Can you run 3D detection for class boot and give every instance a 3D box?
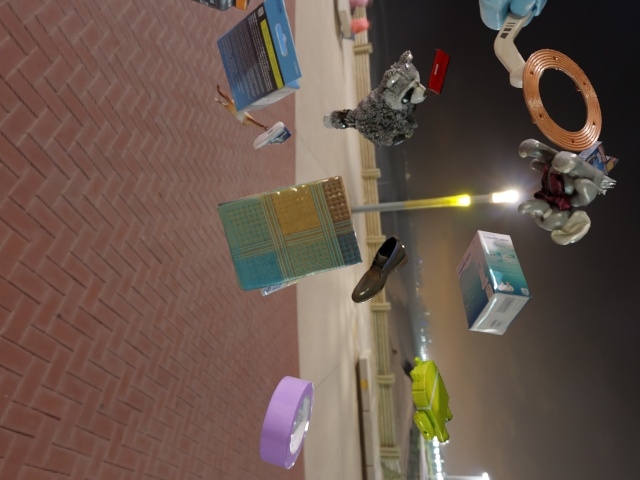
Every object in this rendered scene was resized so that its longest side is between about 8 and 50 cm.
[{"bbox_3d":[0.159,0.079,1.196,0.219,0.082,0.106,-44,141,-13],"label":"boot"},{"bbox_3d":[-0.232,-0.486,2.010,0.086,0.190,0.069,38,31,-44],"label":"boot"}]

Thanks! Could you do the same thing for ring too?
[{"bbox_3d":[0.742,-0.430,1.283,0.032,0.337,0.336,151,-60,-63],"label":"ring"}]

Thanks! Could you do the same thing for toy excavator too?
[{"bbox_3d":[0.722,-0.853,1.569,0.445,0.433,0.222,-59,157,11],"label":"toy excavator"}]

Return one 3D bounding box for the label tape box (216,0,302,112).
[{"bbox_3d":[-0.170,-0.586,1.331,0.115,0.348,0.249,-23,101,-44],"label":"label tape box"}]

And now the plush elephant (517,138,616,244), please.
[{"bbox_3d":[0.777,-0.147,1.377,0.255,0.330,0.272,-63,-159,20],"label":"plush elephant"}]

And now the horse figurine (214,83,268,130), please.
[{"bbox_3d":[-0.376,-0.590,1.894,0.066,0.174,0.263,-53,138,-4],"label":"horse figurine"}]

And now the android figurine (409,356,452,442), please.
[{"bbox_3d":[0.353,0.503,1.333,0.272,0.056,0.248,62,33,-18],"label":"android figurine"}]

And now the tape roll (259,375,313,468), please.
[{"bbox_3d":[-0.107,0.605,1.396,0.275,0.090,0.274,10,90,-76],"label":"tape roll"}]

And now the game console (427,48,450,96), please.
[{"bbox_3d":[0.434,-0.639,1.593,0.124,0.085,0.144,5,102,-42],"label":"game console"}]

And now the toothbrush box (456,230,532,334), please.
[{"bbox_3d":[0.595,0.145,1.462,0.295,0.126,0.216,-84,-176,-48],"label":"toothbrush box"}]

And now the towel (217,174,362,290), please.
[{"bbox_3d":[-0.088,-0.019,1.207,0.040,0.370,0.271,-56,132,-86],"label":"towel"}]

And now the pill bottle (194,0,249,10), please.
[{"bbox_3d":[-0.300,-0.685,1.076,0.130,0.246,0.130,-164,-90,-80],"label":"pill bottle"}]

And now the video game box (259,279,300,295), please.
[{"bbox_3d":[-0.186,0.165,1.961,0.048,0.205,0.187,55,-27,30],"label":"video game box"}]

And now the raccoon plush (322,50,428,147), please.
[{"bbox_3d":[0.176,-0.522,1.549,0.299,0.447,0.216,65,32,-50],"label":"raccoon plush"}]

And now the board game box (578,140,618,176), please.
[{"bbox_3d":[0.973,-0.259,1.495,0.194,0.194,0.060,44,-1,-36],"label":"board game box"}]
